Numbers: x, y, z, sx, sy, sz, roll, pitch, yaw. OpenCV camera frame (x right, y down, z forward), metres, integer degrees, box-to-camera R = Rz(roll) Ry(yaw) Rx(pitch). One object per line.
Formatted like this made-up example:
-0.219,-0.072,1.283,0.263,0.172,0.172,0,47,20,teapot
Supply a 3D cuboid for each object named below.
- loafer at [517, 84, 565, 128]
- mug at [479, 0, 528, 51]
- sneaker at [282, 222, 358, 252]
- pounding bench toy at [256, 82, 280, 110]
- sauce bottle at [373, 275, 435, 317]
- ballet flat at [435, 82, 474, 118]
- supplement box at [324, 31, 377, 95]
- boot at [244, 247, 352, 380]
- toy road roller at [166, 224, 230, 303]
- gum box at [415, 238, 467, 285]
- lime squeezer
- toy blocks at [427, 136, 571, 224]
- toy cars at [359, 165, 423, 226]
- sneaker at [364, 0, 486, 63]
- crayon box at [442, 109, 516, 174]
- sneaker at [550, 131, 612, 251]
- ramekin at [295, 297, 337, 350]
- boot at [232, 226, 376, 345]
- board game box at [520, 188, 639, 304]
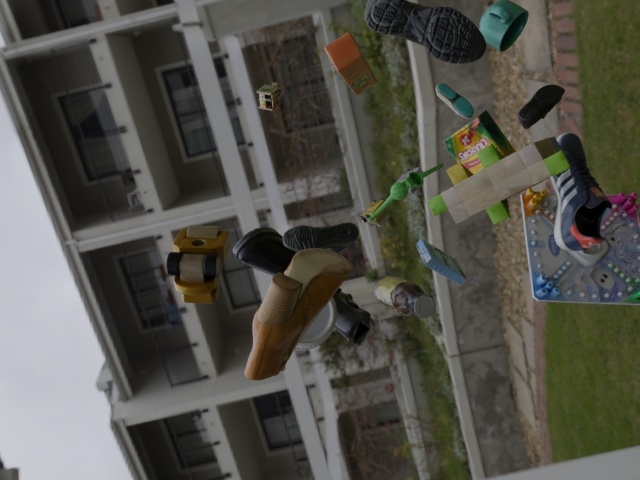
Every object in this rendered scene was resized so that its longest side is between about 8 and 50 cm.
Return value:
0.801,-0.488,2.121,0.080,0.220,0.078,45,167,33,loafer
0.526,-0.639,1.682,0.097,0.129,0.157,42,160,21,mug
0.000,0.000,1.769,0.130,0.228,0.087,86,175,-75,sneaker
-0.153,-0.448,1.810,0.083,0.052,0.065,-53,-30,-43,pounding bench toy
0.269,0.183,1.872,0.344,0.111,0.111,-166,63,-79,sauce bottle
0.453,-0.465,1.951,0.168,0.057,0.052,52,174,17,ballet flat
0.086,-0.462,1.534,0.080,0.078,0.233,61,-167,7,supplement box
-0.048,0.140,1.141,0.295,0.104,0.211,-25,-42,-60,boot
-0.487,0.107,2.351,0.329,0.202,0.240,-84,-4,-57,toy road roller
0.469,0.083,2.260,0.184,0.041,0.157,30,-158,-20,gum box
0.286,-0.168,1.875,0.059,0.310,0.110,49,173,30,lime squeezer
0.523,-0.173,1.612,0.261,0.381,0.190,-21,-97,-51,toy blocks
0.285,-0.157,2.250,0.087,0.394,0.176,41,-138,-7,toy cars
0.247,-0.488,1.318,0.130,0.286,0.109,-34,-29,-59,sneaker
0.640,-0.309,2.214,0.318,0.081,0.202,53,145,-2,crayon box
0.755,-0.146,1.662,0.148,0.131,0.350,167,99,-70,sneaker
-0.050,0.201,1.598,0.109,0.207,0.207,139,119,-79,ramekin
-0.044,0.159,1.907,0.445,0.146,0.367,46,-165,24,boot
0.867,0.011,1.878,0.050,0.390,0.390,93,179,-66,board game box
